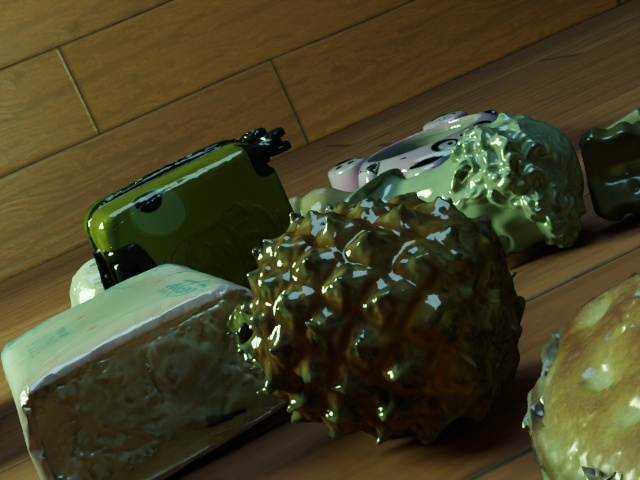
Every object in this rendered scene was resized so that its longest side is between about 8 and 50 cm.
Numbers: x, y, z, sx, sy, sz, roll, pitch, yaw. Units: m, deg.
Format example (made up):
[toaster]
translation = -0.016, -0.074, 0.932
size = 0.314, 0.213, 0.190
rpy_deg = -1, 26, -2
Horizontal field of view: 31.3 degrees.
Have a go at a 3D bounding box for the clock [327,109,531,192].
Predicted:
[clock]
translation = 0.151, -0.098, 1.475
size = 0.228, 0.090, 0.248
rpy_deg = -27, 11, -21

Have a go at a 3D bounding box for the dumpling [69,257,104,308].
[dumpling]
translation = -0.237, 0.067, 1.390
size = 0.127, 0.108, 0.188
rpy_deg = -27, 35, 11

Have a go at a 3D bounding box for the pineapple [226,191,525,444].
[pineapple]
translation = 0.025, 0.050, 0.711
size = 0.193, 0.166, 0.166
rpy_deg = -3, 18, 28

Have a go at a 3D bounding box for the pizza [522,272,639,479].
[pizza]
translation = 0.171, 0.075, 0.447
size = 0.161, 0.085, 0.305
rpy_deg = -47, 10, -5

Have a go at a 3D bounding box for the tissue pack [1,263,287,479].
[tissue pack]
translation = -0.153, 0.109, 0.940
size = 0.201, 0.124, 0.271
rpy_deg = -29, 11, -15

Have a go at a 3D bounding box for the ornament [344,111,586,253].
[ornament]
translation = 0.109, -0.029, 1.056
size = 0.285, 0.130, 0.120
rpy_deg = -17, -2, 35

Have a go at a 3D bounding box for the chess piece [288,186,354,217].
[chess piece]
translation = -0.036, -0.003, 1.343
size = 0.307, 0.124, 0.139
rpy_deg = -18, -33, 9

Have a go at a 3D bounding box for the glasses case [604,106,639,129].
[glasses case]
translation = 0.416, -0.159, 1.306
size = 0.191, 0.042, 0.072
rpy_deg = -27, 3, -22

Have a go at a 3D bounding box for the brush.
[brush]
translation = 0.371, -0.096, 0.974
size = 0.301, 0.084, 0.071
rpy_deg = -17, 8, 0

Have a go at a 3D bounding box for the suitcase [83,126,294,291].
[suitcase]
translation = -0.120, 0.007, 1.202
size = 0.235, 0.193, 0.143
rpy_deg = -28, 16, -16
